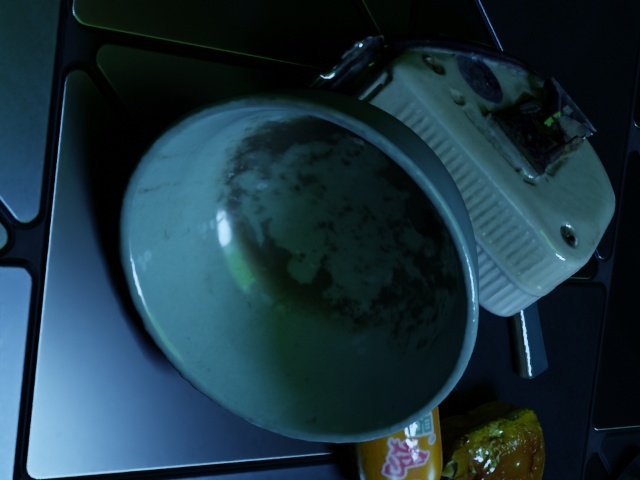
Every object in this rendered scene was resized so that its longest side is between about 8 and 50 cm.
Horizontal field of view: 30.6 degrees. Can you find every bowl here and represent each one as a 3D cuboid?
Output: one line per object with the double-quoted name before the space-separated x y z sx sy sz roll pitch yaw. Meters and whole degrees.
"bowl" 0.000 0.000 0.917 0.146 0.289 0.289 -52 130 -56

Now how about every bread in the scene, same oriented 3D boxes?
"bread" 0.173 0.305 1.205 0.139 0.077 0.271 -13 108 -34

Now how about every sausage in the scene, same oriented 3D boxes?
"sausage" 0.061 0.122 1.072 0.093 0.093 0.312 -18 108 -36

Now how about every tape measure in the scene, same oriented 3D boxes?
"tape measure" 0.141 -0.094 1.033 0.271 0.133 0.231 46 35 -1

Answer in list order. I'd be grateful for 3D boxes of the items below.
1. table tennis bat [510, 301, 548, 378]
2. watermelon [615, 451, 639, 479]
"table tennis bat" 0.201 0.000 1.212 0.173 0.022 0.301 -25 111 -35
"watermelon" 0.372 0.333 1.364 0.094 0.081 0.180 51 28 -12
